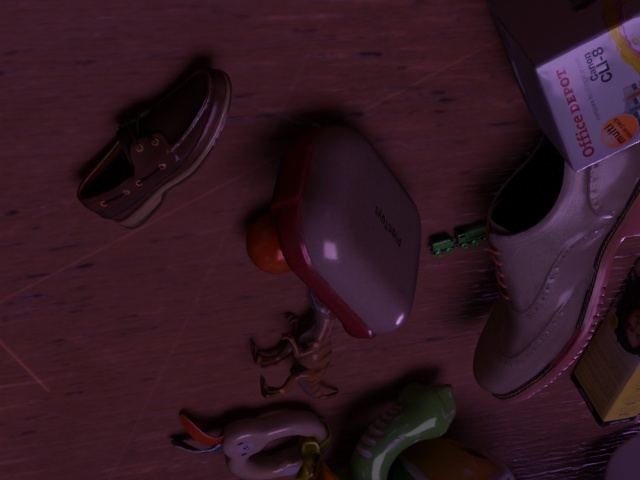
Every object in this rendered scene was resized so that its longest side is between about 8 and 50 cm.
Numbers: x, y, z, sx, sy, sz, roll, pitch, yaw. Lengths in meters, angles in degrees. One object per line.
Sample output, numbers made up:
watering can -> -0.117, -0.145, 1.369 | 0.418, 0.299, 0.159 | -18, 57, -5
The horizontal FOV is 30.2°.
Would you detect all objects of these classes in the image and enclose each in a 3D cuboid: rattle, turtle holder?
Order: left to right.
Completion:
rattle -> -0.068, 0.273, 1.376 | 0.130, 0.142, 0.200 | -28, 151, 36
turtle holder -> 0.126, 0.341, 1.498 | 0.228, 0.320, 0.243 | -23, 179, -20

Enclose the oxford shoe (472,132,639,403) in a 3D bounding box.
oxford shoe -> 0.223, 0.009, 1.230 | 0.147, 0.140, 0.396 | 8, 125, -18

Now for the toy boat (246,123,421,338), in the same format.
toy boat -> 0.000, 0.000, 1.120 | 0.151, 0.151, 0.231 | -5, 148, 28

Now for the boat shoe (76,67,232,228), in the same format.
boat shoe -> -0.141, -0.078, 0.998 | 0.060, 0.064, 0.178 | 17, 129, -40

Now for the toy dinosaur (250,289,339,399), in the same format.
toy dinosaur -> -0.016, 0.140, 1.305 | 0.112, 0.064, 0.211 | -11, 140, -15

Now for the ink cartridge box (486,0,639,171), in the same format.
ink cartridge box -> 0.255, -0.170, 1.016 | 0.176, 0.127, 0.128 | -26, 129, 6

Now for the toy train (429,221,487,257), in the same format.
toy train -> 0.154, -0.004, 1.258 | 0.083, 0.017, 0.023 | -17, 129, -7

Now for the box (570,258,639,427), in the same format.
box -> 0.389, 0.127, 1.462 | 0.058, 0.087, 0.232 | -6, 137, -22

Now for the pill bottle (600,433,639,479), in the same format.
pill bottle -> 0.510, 0.447, 1.785 | 0.204, 0.204, 0.361 | -19, 140, -4
